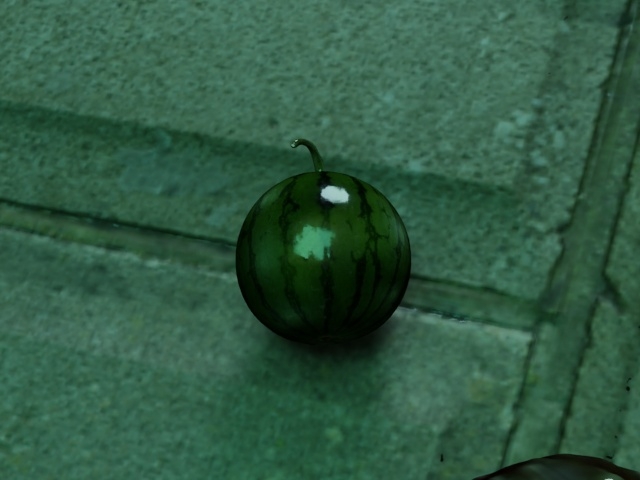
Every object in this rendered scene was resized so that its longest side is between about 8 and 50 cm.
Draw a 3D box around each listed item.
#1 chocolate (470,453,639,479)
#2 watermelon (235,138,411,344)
[{"bbox_3d":[0.073,0.233,0.696,0.340,0.225,0.210,-39,49,-10],"label":"chocolate"},{"bbox_3d":[0.002,0.007,0.899,0.109,0.109,0.109,-5,61,10],"label":"watermelon"}]
